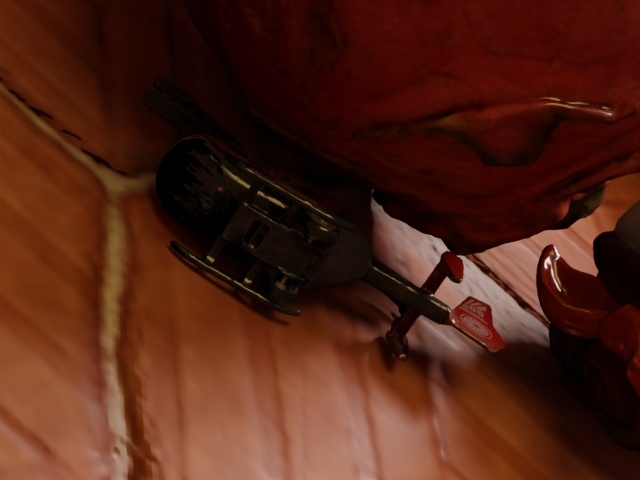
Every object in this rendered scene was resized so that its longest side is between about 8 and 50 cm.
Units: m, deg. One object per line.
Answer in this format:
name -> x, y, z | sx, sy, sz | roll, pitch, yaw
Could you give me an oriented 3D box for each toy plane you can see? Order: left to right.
toy plane -> 0.000, 0.000, 0.597 | 0.145, 0.037, 0.060 | 31, 19, -10

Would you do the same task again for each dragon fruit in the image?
dragon fruit -> 0.054, -0.124, 0.626 | 0.241, 0.241, 0.252 | 53, -5, 23

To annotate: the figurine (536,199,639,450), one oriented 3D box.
figurine -> 0.179, 0.035, 0.674 | 0.226, 0.160, 0.183 | -1, 47, -40
